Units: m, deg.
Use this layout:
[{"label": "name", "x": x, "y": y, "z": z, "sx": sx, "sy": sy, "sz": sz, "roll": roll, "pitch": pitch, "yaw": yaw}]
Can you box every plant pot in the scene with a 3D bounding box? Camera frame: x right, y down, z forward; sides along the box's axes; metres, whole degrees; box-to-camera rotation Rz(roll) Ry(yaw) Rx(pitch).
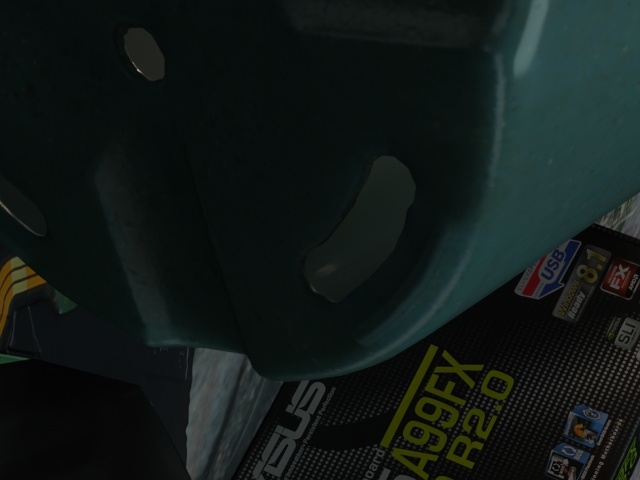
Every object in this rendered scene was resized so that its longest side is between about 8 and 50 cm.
[{"label": "plant pot", "x": 0.046, "y": -0.149, "z": 0.541, "sx": 0.334, "sy": 0.341, "sz": 0.341, "roll": -38, "pitch": 144, "yaw": -36}]

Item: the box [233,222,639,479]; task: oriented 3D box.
[{"label": "box", "x": 0.096, "y": 0.101, "z": 1.208, "sx": 0.270, "sy": 0.216, "sz": 0.060, "roll": -60, "pitch": 158, "yaw": -20}]

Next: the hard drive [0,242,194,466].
[{"label": "hard drive", "x": -0.130, "y": -0.005, "z": 0.684, "sx": 0.339, "sy": 0.064, "sz": 0.237, "roll": 23, "pitch": 70, "yaw": -71}]

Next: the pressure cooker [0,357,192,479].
[{"label": "pressure cooker", "x": -0.224, "y": 0.112, "z": 0.247, "sx": 0.420, "sy": 0.370, "sz": 0.375, "roll": 62, "pitch": 47, "yaw": -64}]
